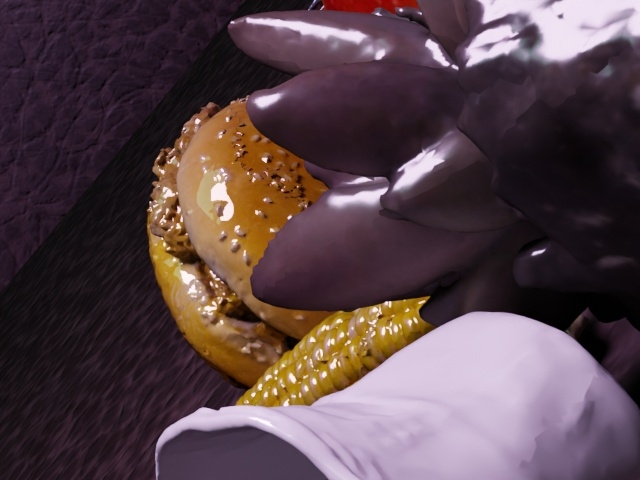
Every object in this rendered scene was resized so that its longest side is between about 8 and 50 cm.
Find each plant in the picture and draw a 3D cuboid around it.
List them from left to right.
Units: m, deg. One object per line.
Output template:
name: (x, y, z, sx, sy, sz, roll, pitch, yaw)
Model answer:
plant: (0.117, -0.051, 0.698, 0.321, 0.194, 0.181, -7, 46, 45)

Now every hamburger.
hamburger: (-0.008, -0.005, 1.021, 0.182, 0.191, 0.118, -10, -36, -49)

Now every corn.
corn: (0.012, 0.095, 0.925, 0.292, 0.101, 0.101, -42, 15, 41)

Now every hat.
hat: (0.046, 0.103, 0.661, 0.126, 0.203, 0.203, -39, 6, -29)

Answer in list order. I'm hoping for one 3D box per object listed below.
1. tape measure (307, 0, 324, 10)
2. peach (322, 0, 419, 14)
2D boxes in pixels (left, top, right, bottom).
tape measure: (0.057, -0.200, 1.581, 0.182, 0.107, 0.181, -42, 12, 32)
peach: (0.129, -0.211, 1.036, 0.338, 0.281, 0.281, -40, 16, 35)
